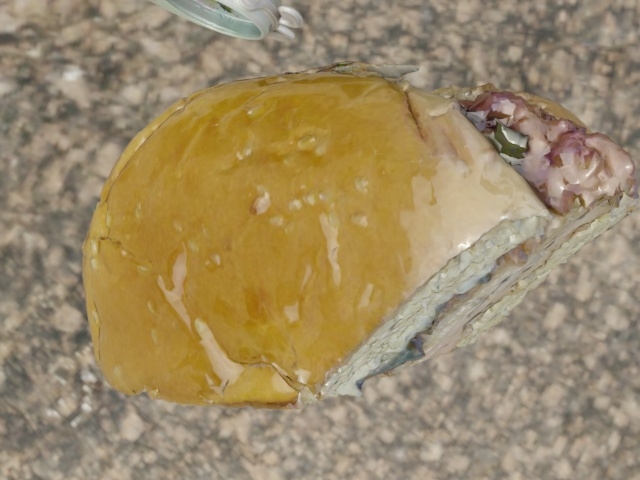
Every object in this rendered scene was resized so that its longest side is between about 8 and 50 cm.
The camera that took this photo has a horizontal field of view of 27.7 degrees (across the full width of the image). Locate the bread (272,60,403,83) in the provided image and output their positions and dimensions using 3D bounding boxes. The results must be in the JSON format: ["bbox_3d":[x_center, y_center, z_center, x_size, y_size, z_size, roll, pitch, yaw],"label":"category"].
[{"bbox_3d":[-0.022,-0.089,1.448,0.277,0.324,0.167,-8,81,-36],"label":"bread"}]

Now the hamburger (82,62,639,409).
[{"bbox_3d":[0.000,0.000,0.670,0.155,0.245,0.282,-19,145,-51],"label":"hamburger"}]

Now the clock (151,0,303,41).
[{"bbox_3d":[-0.108,-0.270,1.395,0.191,0.151,0.062,23,83,-8],"label":"clock"}]
